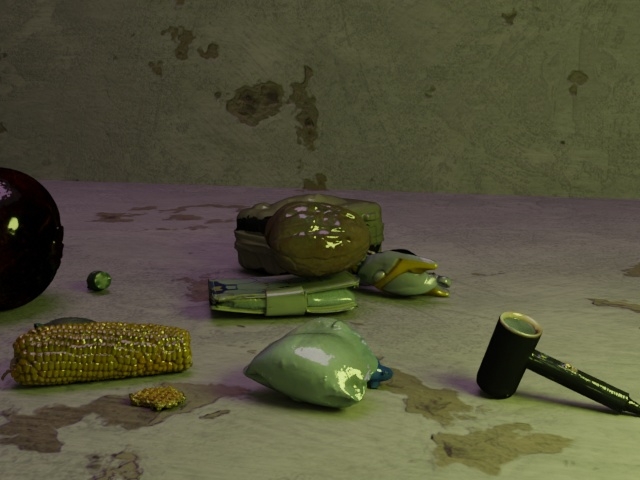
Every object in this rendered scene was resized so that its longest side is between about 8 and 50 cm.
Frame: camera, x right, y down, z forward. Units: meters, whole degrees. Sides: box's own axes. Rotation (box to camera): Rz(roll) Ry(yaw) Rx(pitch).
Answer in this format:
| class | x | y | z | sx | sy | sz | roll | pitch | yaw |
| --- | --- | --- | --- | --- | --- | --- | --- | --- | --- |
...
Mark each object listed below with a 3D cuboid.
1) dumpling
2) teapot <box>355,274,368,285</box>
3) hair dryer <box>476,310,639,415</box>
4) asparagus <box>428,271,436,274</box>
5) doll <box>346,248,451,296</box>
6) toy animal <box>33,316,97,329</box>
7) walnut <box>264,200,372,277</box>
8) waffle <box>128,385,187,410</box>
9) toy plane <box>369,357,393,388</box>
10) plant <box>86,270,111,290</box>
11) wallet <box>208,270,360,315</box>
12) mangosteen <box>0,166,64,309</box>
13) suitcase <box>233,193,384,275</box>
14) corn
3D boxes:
| class | x | y | z | sx | sy | sz | roll | pitch | yaw |
| --- | --- | --- | --- | --- | --- | --- | --- | --- | --- |
| dumpling | -0.012 | 0.194 | 1.330 | 0.217 | 0.104 | 0.149 | 4 | 16 | 22 |
| teapot | 0.106 | 0.078 | 2.027 | 0.083 | 0.064 | 0.064 | -30 | 8 | 24 |
| hair dryer | 0.369 | 0.220 | 1.295 | 0.256 | 0.128 | 0.070 | 27 | 27 | 18 |
| asparagus | 0.252 | 0.091 | 2.017 | 0.021 | 0.025 | 0.108 | -3 | 7 | 40 |
| doll | 0.142 | 0.058 | 1.899 | 0.316 | 0.145 | 0.103 | 17 | 43 | 27 |
| toy animal | -0.483 | 0.176 | 1.574 | 0.253 | 0.070 | 0.079 | -5 | -30 | 44 |
| walnut | 0.000 | -0.002 | 1.786 | 0.231 | 0.178 | 0.178 | -1 | 12 | -15 |
| waffle | -0.250 | 0.245 | 1.317 | 0.085 | 0.016 | 0.078 | 12 | 17 | 43 |
| toy plane | 0.036 | 0.216 | 1.385 | 0.167 | 0.054 | 0.062 | 1 | -13 | 4 |
| plant | -0.523 | 0.094 | 1.974 | 0.051 | 0.051 | 0.102 | -8 | 1 | -31 |
| wallet | -0.083 | 0.111 | 1.809 | 0.310 | 0.077 | 0.223 | -4 | 10 | -8 |
| mangosteen | -0.704 | -0.006 | 1.797 | 0.330 | 0.329 | 0.330 | 0 | 12 | 0 |
| suitcase | -0.050 | -0.026 | 2.179 | 0.352 | 0.193 | 0.339 | -11 | 14 | -42 |
| corn | -0.370 | 0.183 | 1.409 | 0.311 | 0.101 | 0.101 | -4 | 12 | -14 |
